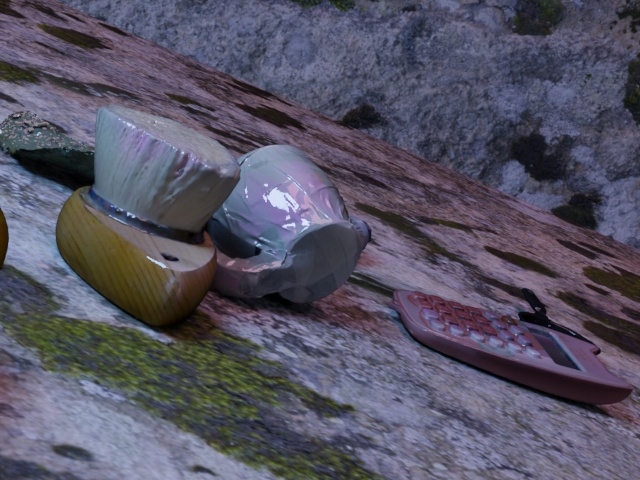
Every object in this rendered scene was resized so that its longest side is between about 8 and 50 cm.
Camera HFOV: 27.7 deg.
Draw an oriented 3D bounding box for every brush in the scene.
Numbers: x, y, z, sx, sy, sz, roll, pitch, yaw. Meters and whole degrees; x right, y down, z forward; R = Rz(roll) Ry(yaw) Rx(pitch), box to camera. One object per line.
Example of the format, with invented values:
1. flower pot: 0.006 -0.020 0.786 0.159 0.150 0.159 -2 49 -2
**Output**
1. brush: -0.170 -0.025 1.372 0.174 0.166 0.266 18 15 -26

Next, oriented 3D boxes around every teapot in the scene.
1. teapot: -0.057 -0.016 1.556 0.222 0.163 0.178 13 23 -43

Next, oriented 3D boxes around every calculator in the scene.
1. calculator: 0.240 0.138 1.735 0.330 0.048 0.220 19 14 -10

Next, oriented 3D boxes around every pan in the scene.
1. pan: 0.351 0.130 2.008 0.136 0.028 0.235 21 15 -15

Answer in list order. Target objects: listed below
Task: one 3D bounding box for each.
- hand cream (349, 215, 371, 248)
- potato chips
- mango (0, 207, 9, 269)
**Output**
1. hand cream: 0.000 0.000 1.860 0.091 0.058 0.271 40 20 17
2. potato chips: -0.324 -0.107 1.698 0.167 0.059 0.228 21 5 -44
3. mango: -0.321 -0.007 0.957 0.177 0.119 0.317 9 -7 -9
